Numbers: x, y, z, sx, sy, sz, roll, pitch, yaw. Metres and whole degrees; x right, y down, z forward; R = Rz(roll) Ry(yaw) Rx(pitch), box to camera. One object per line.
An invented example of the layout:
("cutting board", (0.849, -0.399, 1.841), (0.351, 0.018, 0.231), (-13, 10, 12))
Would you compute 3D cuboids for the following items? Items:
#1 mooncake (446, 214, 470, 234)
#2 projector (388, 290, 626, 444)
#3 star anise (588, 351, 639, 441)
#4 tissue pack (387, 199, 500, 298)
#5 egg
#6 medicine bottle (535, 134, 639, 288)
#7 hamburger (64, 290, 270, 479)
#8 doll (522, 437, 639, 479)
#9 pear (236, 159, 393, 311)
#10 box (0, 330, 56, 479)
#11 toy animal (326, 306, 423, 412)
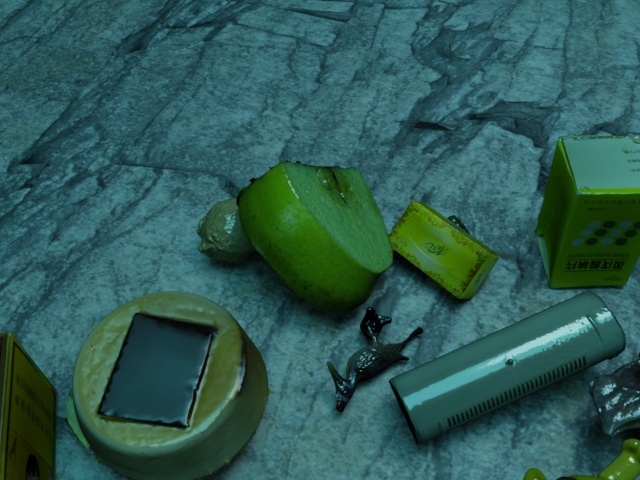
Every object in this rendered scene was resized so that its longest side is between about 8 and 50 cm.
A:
("mooncake", (0.343, 0.070, 1.163), (0.347, 0.057, 0.150), (36, 18, 14))
("projector", (0.275, 0.189, 1.006), (0.337, 0.108, 0.108), (-24, 53, -2))
("star anise", (0.488, 0.199, 0.977), (0.110, 0.198, 0.257), (23, 67, 46))
("tissue pack", (0.212, 0.015, 1.182), (0.176, 0.062, 0.095), (40, 105, 30))
("egg", (-0.160, -0.018, 1.232), (0.118, 0.116, 0.140), (-9, 22, 28))
("medicine bottle", (0.458, -0.042, 1.126), (0.137, 0.250, 0.141), (-3, 49, 3))
("hamburger", (-0.224, 0.217, 1.011), (0.302, 0.170, 0.302), (0, 55, 0))
("doll", (0.300, 0.399, 0.849), (0.363, 0.145, 0.199), (-35, 70, -16))
("pear", (0.000, 0.000, 1.159), (0.159, 0.292, 0.292), (-38, 46, 27))
("box", (-0.440, 0.305, 0.936), (0.084, 0.193, 0.301), (-12, 52, -6))
("toy animal", (0.078, 0.190, 1.079), (0.105, 0.070, 0.202), (37, 56, 7))
